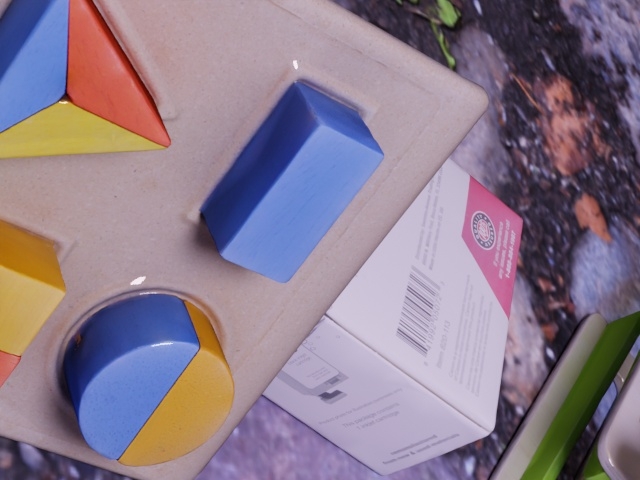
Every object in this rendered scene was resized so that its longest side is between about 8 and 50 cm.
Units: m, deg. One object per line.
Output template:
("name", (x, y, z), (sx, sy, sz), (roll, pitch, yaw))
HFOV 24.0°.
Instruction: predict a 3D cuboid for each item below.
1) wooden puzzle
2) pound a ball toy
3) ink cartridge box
("wooden puzzle", (-0.106, -0.005, 0.804), (0.348, 0.322, 0.080), (22, 24, -37))
("pound a ball toy", (0.275, 0.152, 1.174), (0.136, 0.208, 0.319), (51, 40, -9))
("ink cartridge box", (0.000, 0.000, 1.055), (0.283, 0.117, 0.207), (37, 45, -24))
